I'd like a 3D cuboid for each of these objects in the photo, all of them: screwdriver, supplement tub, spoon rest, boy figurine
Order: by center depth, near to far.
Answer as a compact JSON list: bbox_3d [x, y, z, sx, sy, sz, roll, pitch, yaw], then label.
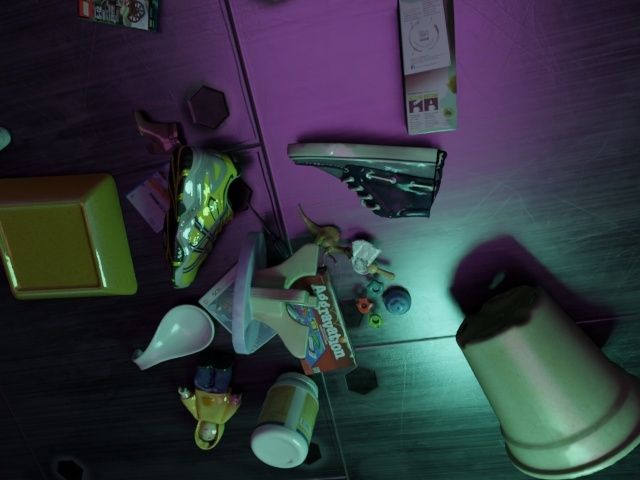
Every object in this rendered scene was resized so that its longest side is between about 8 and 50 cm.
[{"bbox_3d":[-0.130,-0.027,1.143,0.024,0.025,0.169,-34,94,18],"label":"screwdriver"},{"bbox_3d":[-0.085,0.455,1.200,0.145,0.199,0.144,6,122,10],"label":"supplement tub"},{"bbox_3d":[-0.401,0.269,1.247,0.276,0.084,0.137,-35,102,18],"label":"spoon rest"},{"bbox_3d":[-0.310,0.446,1.298,0.178,0.092,0.284,11,108,0],"label":"boy figurine"}]

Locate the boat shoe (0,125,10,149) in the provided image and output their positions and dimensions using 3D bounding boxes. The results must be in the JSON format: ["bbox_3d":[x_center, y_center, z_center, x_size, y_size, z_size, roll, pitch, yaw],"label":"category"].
[{"bbox_3d":[-0.837,-0.210,1.139,0.184,0.063,0.066,-27,104,15],"label":"boat shoe"}]

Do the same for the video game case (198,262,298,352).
[{"bbox_3d":[-0.189,0.173,1.200,0.201,0.023,0.183,46,115,-6],"label":"video game case"}]

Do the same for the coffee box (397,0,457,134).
[{"bbox_3d":[0.208,-0.343,0.915,0.098,0.141,0.246,-5,110,9],"label":"coffee box"}]

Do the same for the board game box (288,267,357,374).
[{"bbox_3d":[-0.011,0.214,1.207,0.145,0.027,0.281,-14,107,11],"label":"board game box"}]

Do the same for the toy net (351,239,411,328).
[{"bbox_3d":[0.127,0.098,1.140,0.122,0.045,0.232,-26,103,17],"label":"toy net"}]

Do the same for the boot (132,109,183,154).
[{"bbox_3d":[-0.370,-0.255,1.079,0.087,0.042,0.118,-17,108,6],"label":"boot"}]

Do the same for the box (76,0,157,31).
[{"bbox_3d":[-0.419,-0.569,0.964,0.159,0.044,0.232,10,111,3],"label":"box"}]

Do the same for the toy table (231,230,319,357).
[{"bbox_3d":[-0.095,0.121,1.048,0.161,0.252,0.273,5,91,7],"label":"toy table"}]

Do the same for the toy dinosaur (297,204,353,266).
[{"bbox_3d":[0.000,0.000,1.122,0.183,0.053,0.092,40,103,11],"label":"toy dinosaur"}]

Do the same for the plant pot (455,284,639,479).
[{"bbox_3d":[0.477,0.281,1.039,0.334,0.334,0.305,-36,90,18],"label":"plant pot"}]

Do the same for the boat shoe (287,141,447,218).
[{"bbox_3d":[0.094,-0.129,1.012,0.341,0.127,0.157,4,103,5],"label":"boat shoe"}]

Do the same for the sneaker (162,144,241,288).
[{"bbox_3d":[-0.279,-0.034,1.088,0.147,0.145,0.384,-3,133,-31],"label":"sneaker"}]

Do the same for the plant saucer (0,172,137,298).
[{"bbox_3d":[-0.663,0.009,1.169,0.333,0.081,0.332,-3,110,2],"label":"plant saucer"}]

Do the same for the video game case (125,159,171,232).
[{"bbox_3d":[-0.379,-0.108,1.143,0.166,0.015,0.119,-33,102,17],"label":"video game case"}]
